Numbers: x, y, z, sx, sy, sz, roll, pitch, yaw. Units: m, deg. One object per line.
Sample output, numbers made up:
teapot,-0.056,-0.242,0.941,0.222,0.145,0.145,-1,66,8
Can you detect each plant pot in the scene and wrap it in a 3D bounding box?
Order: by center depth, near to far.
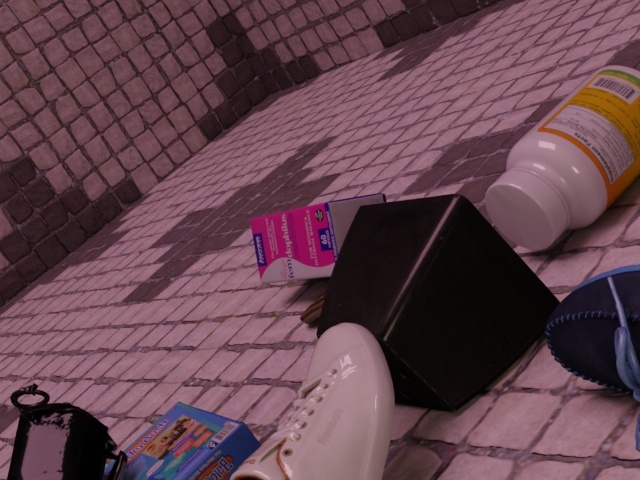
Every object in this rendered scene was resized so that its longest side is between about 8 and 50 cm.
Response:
plant pot,0.110,0.078,1.047,0.188,0.187,0.167,-6,45,57

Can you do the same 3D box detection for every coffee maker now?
coffee maker,-0.324,0.292,1.136,0.120,0.171,0.178,-24,44,27

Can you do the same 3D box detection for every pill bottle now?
pill bottle,0.320,-0.099,1.209,0.246,0.136,0.136,-41,18,-25

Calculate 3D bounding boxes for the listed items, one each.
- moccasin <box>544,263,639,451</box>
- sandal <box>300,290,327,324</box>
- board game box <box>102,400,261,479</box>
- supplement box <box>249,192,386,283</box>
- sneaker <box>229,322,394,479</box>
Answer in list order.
moccasin,0.291,0.092,0.731,0.117,0.137,0.342,-46,20,-25
sandal,0.036,0.086,1.375,0.072,0.049,0.180,-41,3,-42
board game box,-0.185,0.282,1.214,0.160,0.047,0.210,-41,19,-24
supplement box,0.000,0.000,1.501,0.114,0.111,0.220,-11,1,-35
sneaker,-0.010,0.182,0.868,0.106,0.123,0.290,-43,30,41
